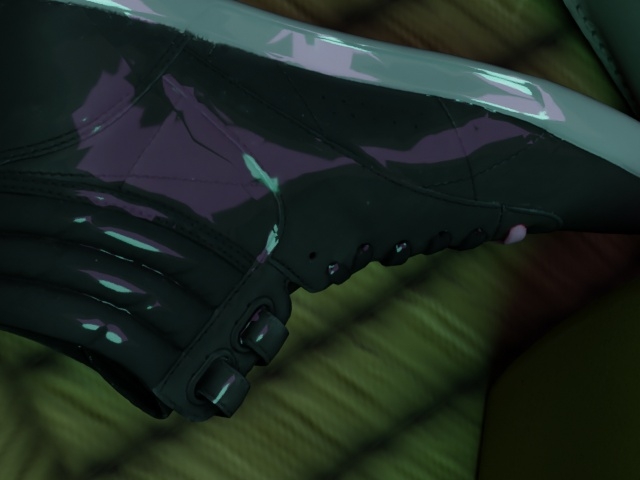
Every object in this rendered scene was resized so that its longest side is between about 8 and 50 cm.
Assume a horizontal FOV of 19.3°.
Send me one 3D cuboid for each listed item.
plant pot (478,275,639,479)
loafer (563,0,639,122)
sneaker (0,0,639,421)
[{"bbox_3d":[0.164,0.127,0.705,0.212,0.187,0.212,11,81,-25],"label":"plant pot"},{"bbox_3d":[0.190,-0.037,0.766,0.319,0.112,0.111,42,65,-21],"label":"loafer"},{"bbox_3d":[0.000,0.000,0.682,0.295,0.104,0.147,12,86,-20],"label":"sneaker"}]
